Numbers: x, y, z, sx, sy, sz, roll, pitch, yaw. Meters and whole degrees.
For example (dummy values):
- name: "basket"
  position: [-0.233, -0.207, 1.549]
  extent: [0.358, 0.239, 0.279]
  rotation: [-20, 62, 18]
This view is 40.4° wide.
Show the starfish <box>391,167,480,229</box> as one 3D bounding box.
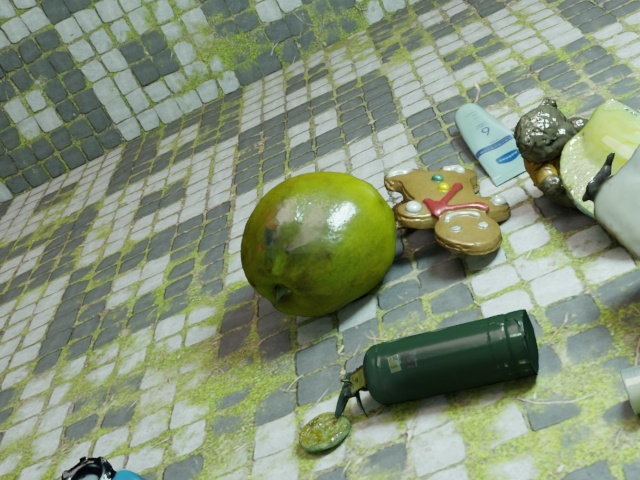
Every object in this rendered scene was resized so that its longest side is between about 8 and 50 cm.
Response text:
- name: "starfish"
  position: [0.212, -0.088, 1.796]
  extent: [0.240, 0.043, 0.227]
  rotation: [-11, 32, 22]

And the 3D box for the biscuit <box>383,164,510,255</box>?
- name: "biscuit"
  position: [0.245, -0.070, 1.624]
  extent: [0.216, 0.047, 0.339]
  rotation: [-4, 28, -4]

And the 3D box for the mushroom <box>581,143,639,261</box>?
- name: "mushroom"
  position: [0.587, -0.006, 1.090]
  extent: [0.224, 0.314, 0.397]
  rotation: [-66, 29, 23]

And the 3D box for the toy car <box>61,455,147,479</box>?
- name: "toy car"
  position: [-0.311, 0.439, 1.178]
  extent: [0.255, 0.188, 0.190]
  rotation: [-37, 35, -24]

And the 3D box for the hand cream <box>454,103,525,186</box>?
- name: "hand cream"
  position: [0.370, -0.209, 1.868]
  extent: [0.109, 0.067, 0.320]
  rotation: [-26, 33, 3]

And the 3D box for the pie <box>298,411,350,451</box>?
- name: "pie"
  position: [0.006, 0.292, 1.320]
  extent: [0.084, 0.021, 0.084]
  rotation: [-19, 25, 9]

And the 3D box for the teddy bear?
- name: "teddy bear"
  position: [0.417, -0.156, 1.546]
  extent: [0.140, 0.190, 0.177]
  rotation: [-1, 46, 47]

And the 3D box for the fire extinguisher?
- name: "fire extinguisher"
  position: [0.161, 0.188, 1.278]
  extent: [0.311, 0.095, 0.114]
  rotation: [-15, 61, 24]

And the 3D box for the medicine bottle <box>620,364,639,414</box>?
- name: "medicine bottle"
  position: [0.487, 0.153, 1.053]
  extent: [0.231, 0.059, 0.059]
  rotation: [-20, 27, 18]

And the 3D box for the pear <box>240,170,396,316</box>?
- name: "pear"
  position: [0.000, 0.000, 1.598]
  extent: [0.269, 0.269, 0.321]
  rotation: [-2, 35, 43]

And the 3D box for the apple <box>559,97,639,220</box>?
- name: "apple"
  position: [0.500, -0.093, 1.408]
  extent: [0.193, 0.120, 0.265]
  rotation: [-38, 47, -3]
